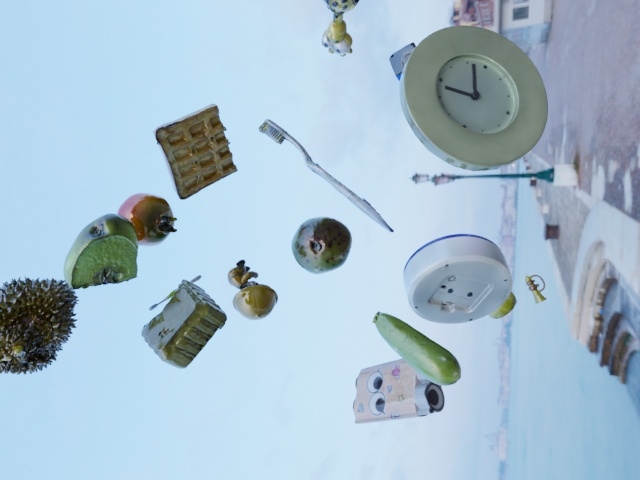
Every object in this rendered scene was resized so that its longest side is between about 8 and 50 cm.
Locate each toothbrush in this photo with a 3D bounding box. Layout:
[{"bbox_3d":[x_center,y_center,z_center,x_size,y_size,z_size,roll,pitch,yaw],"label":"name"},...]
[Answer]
[{"bbox_3d":[0.015,-0.154,1.053,0.042,0.413,0.035,-50,-7,-2],"label":"toothbrush"},{"bbox_3d":[-0.605,0.216,1.857,0.263,0.022,0.026,-37,-8,-41],"label":"toothbrush"}]

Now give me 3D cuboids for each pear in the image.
[{"bbox_3d":[-0.779,0.026,1.559,0.238,0.164,0.256,-10,-50,-36],"label":"pear"},{"bbox_3d":[0.727,0.248,1.822,0.104,0.141,0.141,50,-149,0],"label":"pear"}]

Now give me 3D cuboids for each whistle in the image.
[{"bbox_3d":[0.811,0.178,1.664,0.046,0.057,0.109,-17,-99,-37],"label":"whistle"}]

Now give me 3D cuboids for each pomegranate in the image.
[{"bbox_3d":[0.013,-0.005,1.688,0.286,0.230,0.231,-73,-25,-58],"label":"pomegranate"},{"bbox_3d":[-0.682,-0.080,1.772,0.221,0.256,0.221,-39,-44,-52],"label":"pomegranate"}]

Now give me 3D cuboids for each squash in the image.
[{"bbox_3d":[0.178,0.201,0.846,0.066,0.201,0.066,-33,-38,-30],"label":"squash"}]

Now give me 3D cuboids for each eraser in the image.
[{"bbox_3d":[0.220,0.435,1.283,0.087,0.290,0.171,29,-129,-27],"label":"eraser"}]

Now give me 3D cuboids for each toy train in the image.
[{"bbox_3d":[0.299,-0.485,1.193,0.131,0.204,0.083,33,-143,-50],"label":"toy train"}]

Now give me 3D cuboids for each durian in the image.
[{"bbox_3d":[-0.814,0.239,1.235,0.258,0.258,0.293,62,-158,-49],"label":"durian"}]

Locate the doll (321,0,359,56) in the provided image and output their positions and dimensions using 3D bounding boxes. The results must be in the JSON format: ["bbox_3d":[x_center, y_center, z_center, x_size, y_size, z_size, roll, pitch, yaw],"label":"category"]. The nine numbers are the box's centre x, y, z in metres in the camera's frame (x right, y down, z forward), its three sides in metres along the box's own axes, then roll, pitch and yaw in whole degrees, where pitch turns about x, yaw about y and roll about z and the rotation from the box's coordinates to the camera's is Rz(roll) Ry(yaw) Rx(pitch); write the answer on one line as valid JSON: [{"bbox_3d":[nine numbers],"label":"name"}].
[{"bbox_3d":[0.050,-0.654,1.310,0.291,0.117,0.086,94,-158,-70],"label":"doll"}]

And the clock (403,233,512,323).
[{"bbox_3d":[0.305,0.094,0.997,0.083,0.230,0.230,-87,-17,-47],"label":"clock"}]

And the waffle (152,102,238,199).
[{"bbox_3d":[-0.515,-0.369,1.843,0.304,0.077,0.348,-32,-40,-24],"label":"waffle"}]

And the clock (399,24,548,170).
[{"bbox_3d":[0.232,-0.217,0.671,0.029,0.234,0.235,126,154,-73],"label":"clock"}]

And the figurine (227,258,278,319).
[{"bbox_3d":[-0.302,0.222,1.873,0.167,0.257,0.192,-30,-30,-30],"label":"figurine"}]

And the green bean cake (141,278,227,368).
[{"bbox_3d":[-0.454,0.264,1.443,0.236,0.233,0.124,-52,-46,-9],"label":"green bean cake"}]
